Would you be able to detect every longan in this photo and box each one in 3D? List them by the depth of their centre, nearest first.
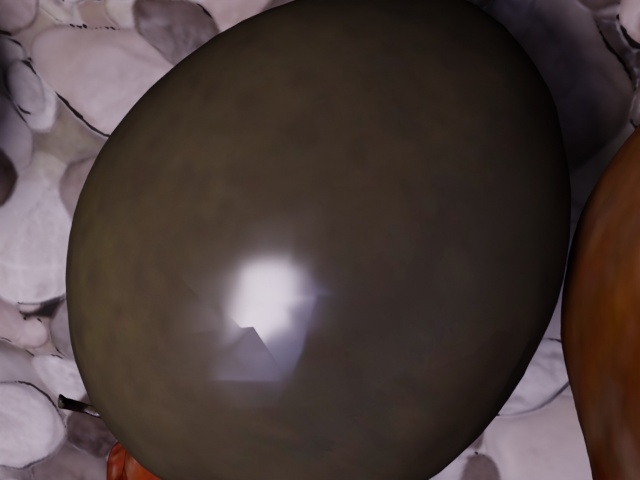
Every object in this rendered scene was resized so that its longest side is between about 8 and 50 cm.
[{"bbox_3d":[0.000,0.000,0.536,0.248,0.248,0.248,8,118,15],"label":"longan"}]

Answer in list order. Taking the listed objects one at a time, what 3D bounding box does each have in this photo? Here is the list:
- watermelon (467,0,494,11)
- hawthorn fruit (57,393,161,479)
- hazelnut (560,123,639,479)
[{"bbox_3d":[0.055,-0.144,0.558,0.094,0.081,0.180,28,141,-20],"label":"watermelon"},{"bbox_3d":[-0.058,0.125,0.674,0.194,0.157,0.157,25,121,-1],"label":"hawthorn fruit"},{"bbox_3d":[0.273,0.057,0.443,0.366,0.366,0.365,8,118,15],"label":"hazelnut"}]
